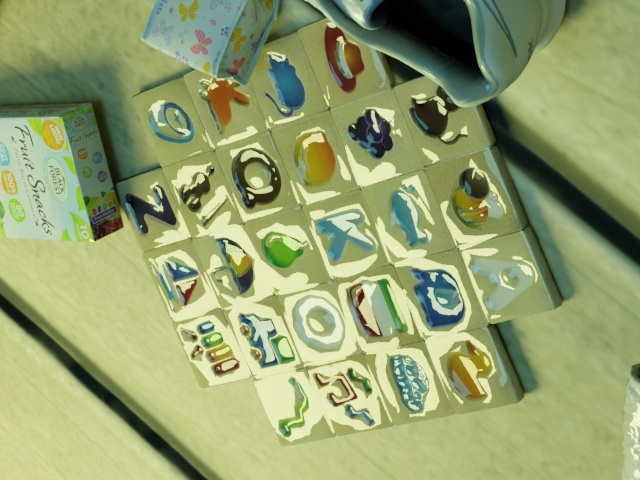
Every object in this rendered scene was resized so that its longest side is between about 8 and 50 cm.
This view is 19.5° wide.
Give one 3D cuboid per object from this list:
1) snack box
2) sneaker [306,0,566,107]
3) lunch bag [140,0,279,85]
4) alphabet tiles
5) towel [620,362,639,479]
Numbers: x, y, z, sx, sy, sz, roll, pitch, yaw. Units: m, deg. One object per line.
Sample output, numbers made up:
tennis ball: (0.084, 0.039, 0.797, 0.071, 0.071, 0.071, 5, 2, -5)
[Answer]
snack box: (-0.220, -0.052, 1.423, 0.141, 0.037, 0.100, 3, 114, 41)
sneaker: (0.011, -0.188, 1.064, 0.297, 0.129, 0.111, 33, 124, -5)
lunch bag: (-0.068, -0.155, 1.246, 0.071, 0.053, 0.083, 27, 100, 26)
alphabet tiles: (0.000, 0.000, 1.299, 0.342, 0.011, 0.285, -16, 100, 42)
towel: (0.302, 0.202, 1.136, 0.282, 0.049, 0.187, 21, 123, 29)
